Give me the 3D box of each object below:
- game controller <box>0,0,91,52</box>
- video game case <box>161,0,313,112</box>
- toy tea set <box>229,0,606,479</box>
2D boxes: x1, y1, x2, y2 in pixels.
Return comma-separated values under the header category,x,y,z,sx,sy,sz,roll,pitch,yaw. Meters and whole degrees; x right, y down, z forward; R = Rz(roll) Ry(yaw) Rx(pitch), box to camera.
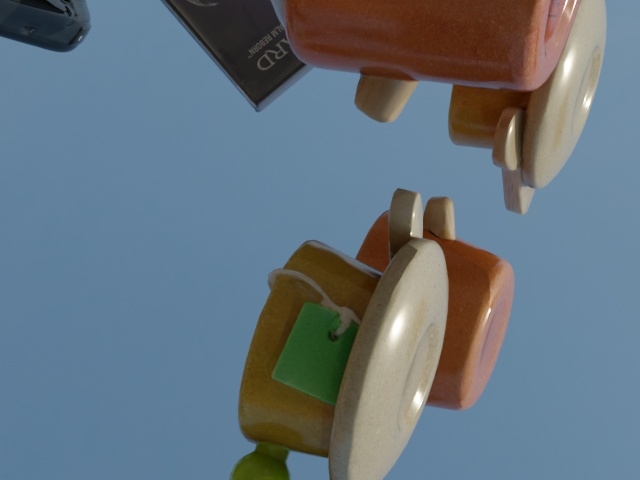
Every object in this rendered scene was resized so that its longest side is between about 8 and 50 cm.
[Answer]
category,x,y,z,sx,sy,sz,roll,pitch,yaw
game controller,-0.274,-0.213,1.264,0.166,0.319,0.067,47,-75,21
video game case,-0.058,-0.256,1.362,0.196,0.026,0.274,-40,-99,-3
toy tea set,0.000,0.000,0.671,0.124,0.200,0.336,17,-112,15
